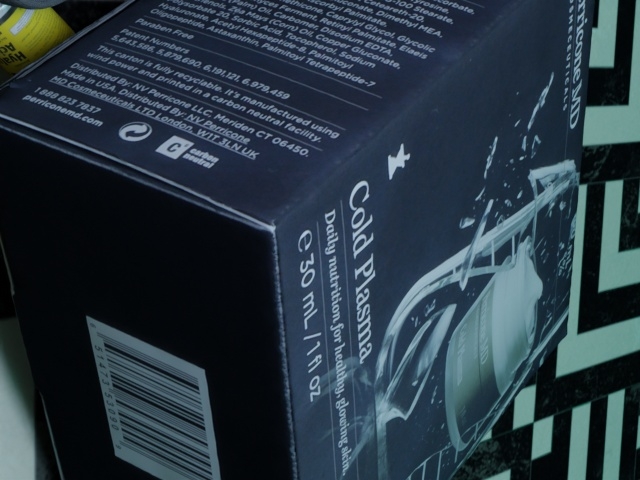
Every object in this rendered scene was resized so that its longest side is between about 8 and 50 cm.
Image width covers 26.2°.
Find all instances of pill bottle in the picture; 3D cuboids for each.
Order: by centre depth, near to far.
[{"bbox_3d":[-0.242,-0.167,1.141,0.116,0.065,0.065,47,62,-44],"label":"pill bottle"}]

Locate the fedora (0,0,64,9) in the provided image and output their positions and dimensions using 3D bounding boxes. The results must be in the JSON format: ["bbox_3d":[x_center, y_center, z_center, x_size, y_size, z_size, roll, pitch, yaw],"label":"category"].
[{"bbox_3d":[-0.199,-0.311,1.044,0.275,0.124,0.244,-54,172,-14],"label":"fedora"}]

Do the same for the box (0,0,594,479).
[{"bbox_3d":[0.000,0.000,1.212,0.472,0.297,0.480,-45,145,-38],"label":"box"}]
